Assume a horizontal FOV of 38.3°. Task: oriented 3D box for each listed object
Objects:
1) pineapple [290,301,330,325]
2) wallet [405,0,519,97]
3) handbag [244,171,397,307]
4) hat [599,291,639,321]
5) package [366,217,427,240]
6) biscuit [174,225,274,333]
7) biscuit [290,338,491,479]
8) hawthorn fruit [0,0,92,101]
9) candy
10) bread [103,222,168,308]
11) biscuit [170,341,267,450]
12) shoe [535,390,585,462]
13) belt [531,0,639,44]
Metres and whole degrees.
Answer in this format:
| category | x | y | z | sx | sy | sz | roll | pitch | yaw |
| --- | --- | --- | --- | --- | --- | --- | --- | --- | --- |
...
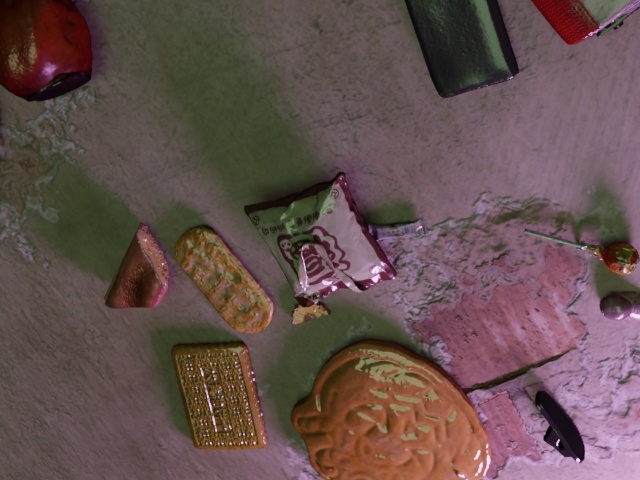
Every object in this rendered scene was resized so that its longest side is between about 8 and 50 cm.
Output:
| category | x | y | z | sx | sy | sz | roll | pitch | yaw |
| --- | --- | --- | --- | --- | --- | --- | --- | --- | --- |
| pineapple | -0.025 | 0.135 | 1.794 | 0.083 | 0.019 | 0.045 | -20 | 111 | 21 |
| wallet | 0.223 | -0.365 | 1.510 | 0.149 | 0.044 | 0.250 | -15 | 107 | 24 |
| handbag | 0.000 | 0.000 | 1.675 | 0.212 | 0.127 | 0.235 | -19 | 118 | 23 |
| hat | 0.537 | 0.121 | 1.623 | 0.087 | 0.042 | 0.058 | 15 | 115 | 8 |
| package | 0.140 | -0.019 | 1.687 | 0.110 | 0.015 | 0.037 | -8 | 115 | 19 |
| biscuit | -0.190 | 0.081 | 1.809 | 0.118 | 0.029 | 0.247 | -35 | 99 | 25 |
| biscuit | 0.136 | 0.385 | 1.829 | 0.385 | 0.062 | 0.365 | 41 | 117 | -4 |
| hawthorn fruit | -0.497 | -0.367 | 1.629 | 0.189 | 0.189 | 0.252 | 7 | 107 | 12 |
| candy | 0.453 | 0.010 | 1.602 | 0.200 | 0.060 | 0.061 | 17 | 115 | 15 |
| bread | -0.352 | 0.075 | 1.829 | 0.119 | 0.067 | 0.192 | 35 | 115 | 7 |
| biscuit | -0.212 | 0.330 | 1.918 | 0.172 | 0.029 | 0.255 | -5 | 111 | 16 |
| shoe | 0.439 | 0.353 | 1.738 | 0.053 | 0.062 | 0.159 | -27 | 103 | 36 |
| belt | 0.434 | -0.385 | 1.396 | 0.201 | 0.128 | 0.124 | -36 | 100 | 28 |
